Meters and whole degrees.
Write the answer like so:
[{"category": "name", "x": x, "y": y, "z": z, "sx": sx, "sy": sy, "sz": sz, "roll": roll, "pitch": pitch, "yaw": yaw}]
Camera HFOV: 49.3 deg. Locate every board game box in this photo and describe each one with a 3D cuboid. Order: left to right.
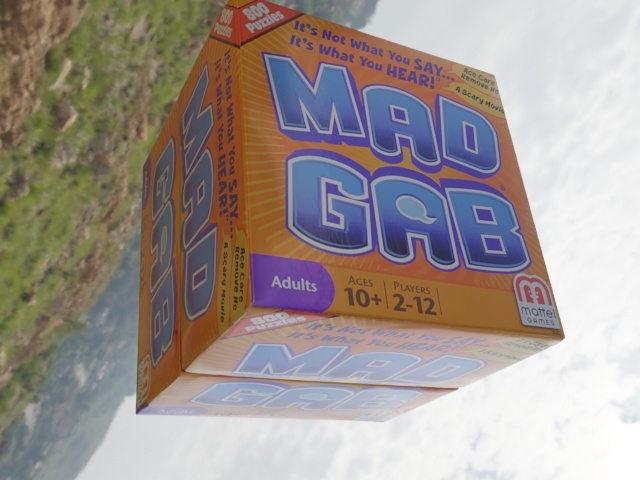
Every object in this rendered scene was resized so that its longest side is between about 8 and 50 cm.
[{"category": "board game box", "x": 0.000, "y": 0.000, "z": 0.847, "sx": 0.356, "sy": 0.356, "sz": 0.356, "roll": -43, "pitch": -135, "yaw": 50}]
